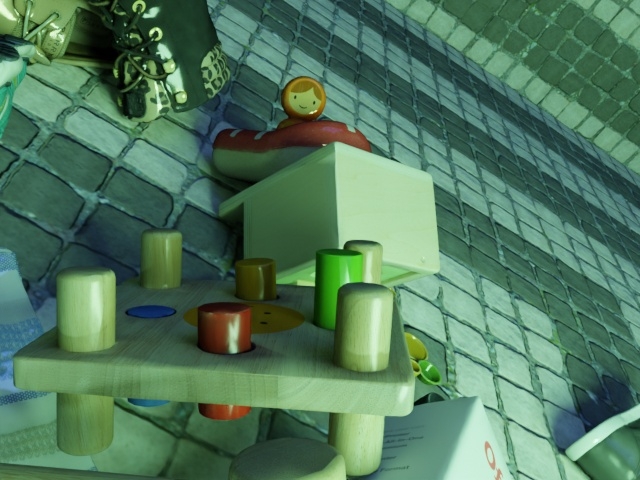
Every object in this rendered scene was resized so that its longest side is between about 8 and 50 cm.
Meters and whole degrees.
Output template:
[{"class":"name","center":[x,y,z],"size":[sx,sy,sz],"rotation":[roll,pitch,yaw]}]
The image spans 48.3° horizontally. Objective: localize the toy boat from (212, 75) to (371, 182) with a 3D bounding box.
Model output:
[{"class":"toy boat","center":[-0.031,-0.139,0.928],"size":[0.151,0.151,0.231],"rotation":[12,1,-39]}]

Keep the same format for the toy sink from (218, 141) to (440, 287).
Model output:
[{"class":"toy sink","center":[0.000,0.000,0.838],"size":[0.153,0.234,0.131],"rotation":[13,67,-39]}]

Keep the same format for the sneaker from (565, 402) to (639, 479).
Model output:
[{"class":"sneaker","center":[0.464,0.302,0.986],"size":[0.295,0.104,0.147],"rotation":[-6,52,-44]}]

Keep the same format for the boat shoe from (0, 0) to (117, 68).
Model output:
[{"class":"boat shoe","center":[-0.351,-0.283,0.889],"size":[0.110,0.121,0.341],"rotation":[48,29,19]}]

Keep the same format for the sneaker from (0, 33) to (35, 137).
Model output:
[{"class":"sneaker","center":[-0.358,-0.159,0.728],"size":[0.107,0.110,0.275],"rotation":[9,19,-20]}]

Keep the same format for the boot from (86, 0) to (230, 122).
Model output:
[{"class":"boot","center":[-0.243,-0.278,0.851],"size":[0.138,0.284,0.377],"rotation":[2,32,24]}]

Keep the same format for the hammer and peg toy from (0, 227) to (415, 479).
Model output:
[{"class":"hammer and peg toy","center":[-0.071,0.076,0.503],"size":[0.266,0.127,0.361],"rotation":[4,9,3]}]

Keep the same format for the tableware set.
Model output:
[{"class":"tableware set","center":[0.099,0.118,0.916],"size":[0.104,0.024,0.154],"rotation":[18,34,-33]}]

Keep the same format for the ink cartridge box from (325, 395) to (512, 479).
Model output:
[{"class":"ink cartridge box","center":[0.051,0.271,0.441],"size":[0.307,0.129,0.223],"rotation":[-36,106,-62]}]

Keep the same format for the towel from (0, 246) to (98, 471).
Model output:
[{"class":"towel","center":[-0.276,0.112,0.501],"size":[0.209,0.034,0.285],"rotation":[1,46,-46]}]

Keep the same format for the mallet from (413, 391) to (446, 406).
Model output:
[{"class":"mallet","center":[0.154,0.254,0.780],"size":[0.190,0.062,0.039],"rotation":[54,31,-1]}]
